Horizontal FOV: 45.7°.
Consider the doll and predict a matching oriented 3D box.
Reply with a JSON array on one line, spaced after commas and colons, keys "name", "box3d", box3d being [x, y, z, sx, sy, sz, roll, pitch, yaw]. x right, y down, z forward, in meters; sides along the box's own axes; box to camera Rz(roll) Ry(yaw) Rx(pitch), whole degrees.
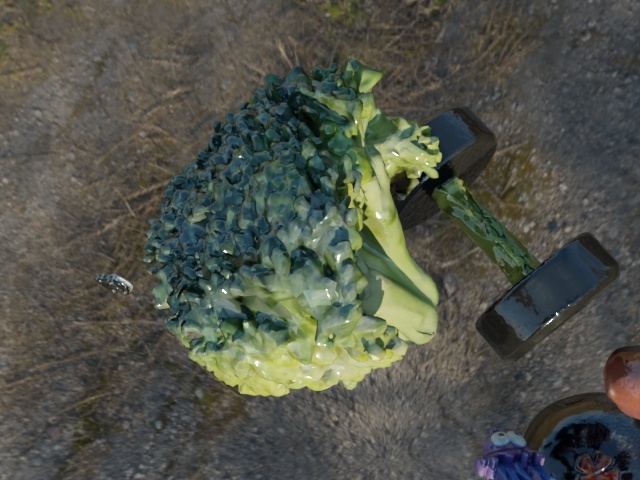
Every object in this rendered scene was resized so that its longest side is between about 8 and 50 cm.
[{"name": "doll", "box3d": [0.284, 0.336, 1.076, 0.110, 0.206, 0.067, 1, 118, -12]}]

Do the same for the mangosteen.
[{"name": "mangosteen", "box3d": [0.488, 0.399, 1.347, 0.275, 0.302, 0.274, -2, 82, 17]}]

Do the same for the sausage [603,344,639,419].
[{"name": "sausage", "box3d": [0.251, 0.103, 0.548, 0.094, 0.059, 0.054, -13, 86, 44]}]

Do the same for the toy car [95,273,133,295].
[{"name": "toy car", "box3d": [-0.346, 0.071, 1.273, 0.041, 0.093, 0.025, 42, 68, -29]}]

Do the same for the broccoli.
[{"name": "broccoli", "box3d": [0.008, 0.000, 0.715, 0.293, 0.281, 0.348, -49, 34, 3]}]

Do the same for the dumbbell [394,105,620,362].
[{"name": "dumbbell", "box3d": [0.232, -0.012, 1.059, 0.204, 0.203, 0.322, -37, 73, -6]}]
